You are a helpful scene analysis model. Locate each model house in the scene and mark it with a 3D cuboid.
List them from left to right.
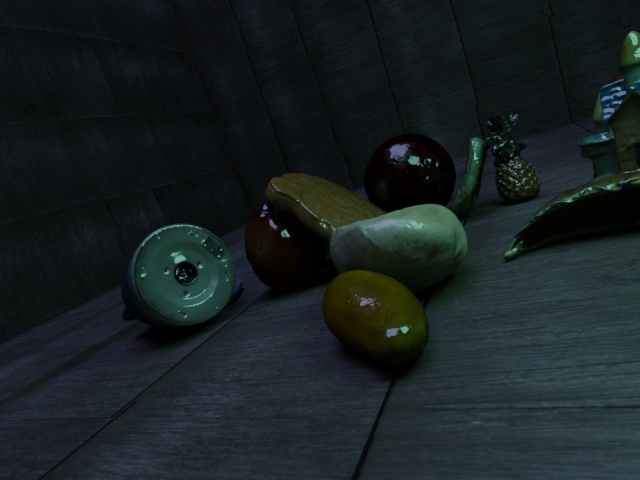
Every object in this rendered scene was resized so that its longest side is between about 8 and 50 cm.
[{"bbox_3d":[0.602,-0.235,0.832,0.267,0.324,0.194,-28,15,-40],"label":"model house"}]

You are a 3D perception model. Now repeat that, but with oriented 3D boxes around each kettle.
[{"bbox_3d":[-0.387,0.100,1.139,0.319,0.247,0.342,-43,11,-36],"label":"kettle"}]

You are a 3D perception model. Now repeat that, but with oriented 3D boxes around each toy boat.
[{"bbox_3d":[0.466,-0.046,0.735,0.293,0.108,0.099,-20,40,27],"label":"toy boat"}]

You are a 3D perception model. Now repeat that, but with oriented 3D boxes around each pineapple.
[{"bbox_3d":[0.531,-0.236,1.173,0.125,0.251,0.125,-14,-2,0],"label":"pineapple"}]

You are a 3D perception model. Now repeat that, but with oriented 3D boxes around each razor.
[{"bbox_3d":[-0.253,0.150,1.200,0.068,0.037,0.191,-54,2,12],"label":"razor"}]

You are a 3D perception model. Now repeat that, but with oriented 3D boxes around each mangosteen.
[{"bbox_3d":[0.278,-0.188,1.330,0.312,0.310,0.311,-19,10,3],"label":"mangosteen"}]

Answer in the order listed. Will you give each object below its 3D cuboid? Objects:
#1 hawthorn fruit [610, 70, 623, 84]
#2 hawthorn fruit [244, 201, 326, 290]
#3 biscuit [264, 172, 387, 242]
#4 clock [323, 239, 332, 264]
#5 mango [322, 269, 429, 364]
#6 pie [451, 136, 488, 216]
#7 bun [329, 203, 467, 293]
[{"bbox_3d":[0.911,-0.366,1.107,0.316,0.315,0.316,-19,10,3],"label":"hawthorn fruit"},{"bbox_3d":[-0.097,0.002,1.092,0.208,0.248,0.208,-18,7,2],"label":"hawthorn fruit"},{"bbox_3d":[0.058,-0.084,1.116,0.385,0.365,0.062,-19,-40,-62],"label":"biscuit"},{"bbox_3d":[0.000,0.000,1.341,0.339,0.102,0.338,-19,10,4],"label":"clock"},{"bbox_3d":[0.082,0.111,0.617,0.136,0.099,0.227,-17,17,-14],"label":"mango"},{"bbox_3d":[0.431,-0.182,1.192,0.054,0.240,0.240,15,25,23],"label":"pie"},{"bbox_3d":[0.150,0.024,0.790,0.260,0.159,0.259,-13,-5,-1],"label":"bun"}]
